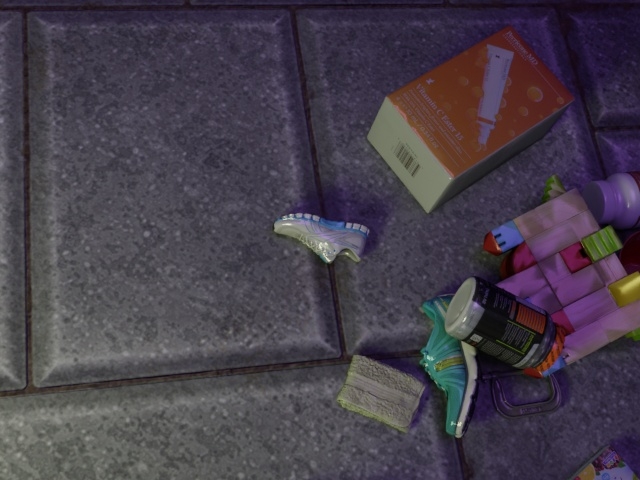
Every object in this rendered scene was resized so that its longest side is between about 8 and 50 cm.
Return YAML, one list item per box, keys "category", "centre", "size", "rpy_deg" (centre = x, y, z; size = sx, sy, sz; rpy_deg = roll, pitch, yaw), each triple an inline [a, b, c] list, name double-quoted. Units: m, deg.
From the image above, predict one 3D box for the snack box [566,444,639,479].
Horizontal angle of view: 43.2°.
- category: "snack box"
  centre: [0.513, 0.459, 1.487]
  size: [0.141, 0.037, 0.100]
  rpy_deg: [-34, 79, -21]

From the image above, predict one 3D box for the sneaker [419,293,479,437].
- category: "sneaker"
  centre: [0.240, 0.232, 1.510]
  size: [0.110, 0.107, 0.275]
  rpy_deg: [-2, 62, 8]

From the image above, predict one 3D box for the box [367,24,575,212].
- category: "box"
  centre: [0.305, -0.250, 1.663]
  size: [0.345, 0.168, 0.215]
  rpy_deg: [-33, 77, -21]

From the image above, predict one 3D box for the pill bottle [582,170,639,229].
- category: "pill bottle"
  centre: [0.666, -0.086, 1.689]
  size: [0.216, 0.121, 0.121]
  rpy_deg: [-4, 69, -12]

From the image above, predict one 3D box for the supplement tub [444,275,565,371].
- category: "supplement tub"
  centre: [0.327, 0.152, 1.432]
  size: [0.190, 0.117, 0.117]
  rpy_deg: [27, 66, -6]

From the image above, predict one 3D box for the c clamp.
- category: "c clamp"
  centre: [0.383, 0.271, 1.547]
  size: [0.161, 0.022, 0.137]
  rpy_deg: [0, 68, -10]

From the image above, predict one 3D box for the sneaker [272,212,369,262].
- category: "sneaker"
  centre: [0.000, 0.000, 1.561]
  size: [0.191, 0.071, 0.083]
  rpy_deg: [9, 73, -7]

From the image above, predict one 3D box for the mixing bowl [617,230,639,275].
- category: "mixing bowl"
  centre: [0.665, 0.078, 1.636]
  size: [0.181, 0.098, 0.181]
  rpy_deg: [4, 67, -9]

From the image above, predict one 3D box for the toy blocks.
- category: "toy blocks"
  centre: [0.441, 0.088, 1.564]
  size: [0.261, 0.191, 0.381]
  rpy_deg: [-26, 80, -6]

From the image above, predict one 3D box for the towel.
- category: "towel"
  centre: [0.114, 0.279, 1.491]
  size: [0.148, 0.027, 0.110]
  rpy_deg: [23, 65, -1]
